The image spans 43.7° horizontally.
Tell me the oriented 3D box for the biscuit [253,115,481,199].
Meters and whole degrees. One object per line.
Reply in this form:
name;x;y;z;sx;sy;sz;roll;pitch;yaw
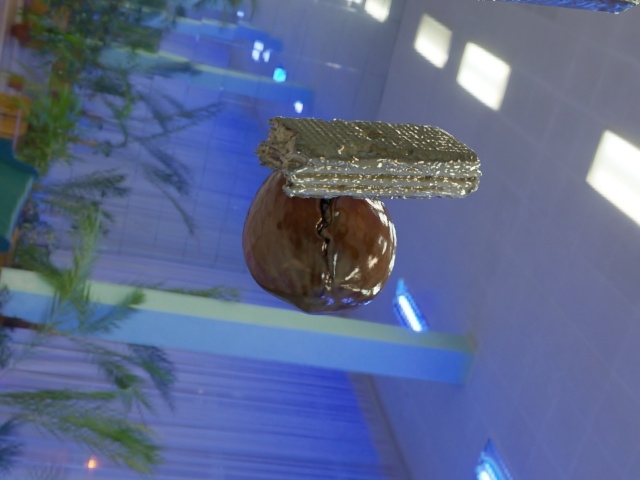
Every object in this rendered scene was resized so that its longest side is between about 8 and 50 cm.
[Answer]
biscuit;0.054;-0.089;0.868;0.108;0.239;0.061;-130;-136;-54

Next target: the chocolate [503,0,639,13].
chocolate;0.369;-0.400;1.260;0.102;0.329;0.065;-145;-125;-61

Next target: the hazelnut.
hazelnut;0.001;-0.002;1.083;0.181;0.212;0.181;-90;-166;-73
